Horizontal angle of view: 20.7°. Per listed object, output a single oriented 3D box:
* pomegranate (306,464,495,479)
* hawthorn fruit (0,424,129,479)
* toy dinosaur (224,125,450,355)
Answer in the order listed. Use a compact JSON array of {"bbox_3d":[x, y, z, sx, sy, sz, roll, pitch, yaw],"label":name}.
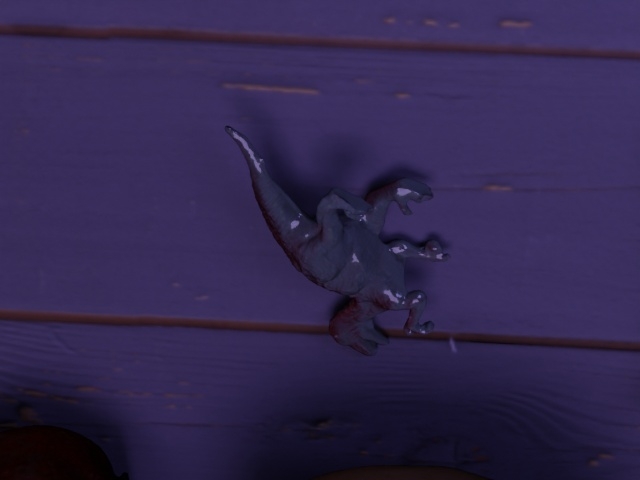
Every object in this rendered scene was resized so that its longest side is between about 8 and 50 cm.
[{"bbox_3d":[0.096,0.358,1.406,0.411,0.411,0.411,3,131,4],"label":"pomegranate"},{"bbox_3d":[-0.268,0.266,1.467,0.249,0.215,0.215,-16,127,22],"label":"hawthorn fruit"},{"bbox_3d":[0.000,0.000,1.304,0.242,0.053,0.167,29,135,-28],"label":"toy dinosaur"}]
